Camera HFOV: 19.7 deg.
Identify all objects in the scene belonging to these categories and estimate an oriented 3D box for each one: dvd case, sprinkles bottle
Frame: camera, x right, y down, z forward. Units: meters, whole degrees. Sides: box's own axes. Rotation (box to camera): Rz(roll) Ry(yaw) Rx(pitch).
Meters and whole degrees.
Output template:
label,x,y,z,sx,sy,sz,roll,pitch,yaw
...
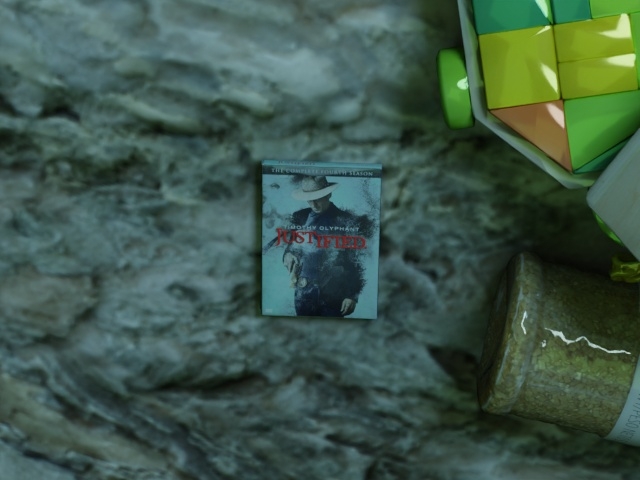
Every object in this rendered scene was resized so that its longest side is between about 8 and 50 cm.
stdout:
label,x,y,z,sx,sy,sz,roll,pitch,yaw
dvd case,0.000,0.000,1.328,0.087,0.013,0.119,3,112,2
sprinkles bottle,0.294,0.102,1.296,0.355,0.121,0.121,13,113,-2

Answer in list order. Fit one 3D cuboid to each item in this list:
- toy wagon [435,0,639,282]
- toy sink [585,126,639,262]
label,x,y,z,sx,sy,sz,roll,pitch,yaw
toy wagon,0.207,-0.135,1.203,0.267,0.068,0.344,-8,98,7
toy sink,0.311,-0.011,1.150,0.234,0.131,0.153,25,110,-40
